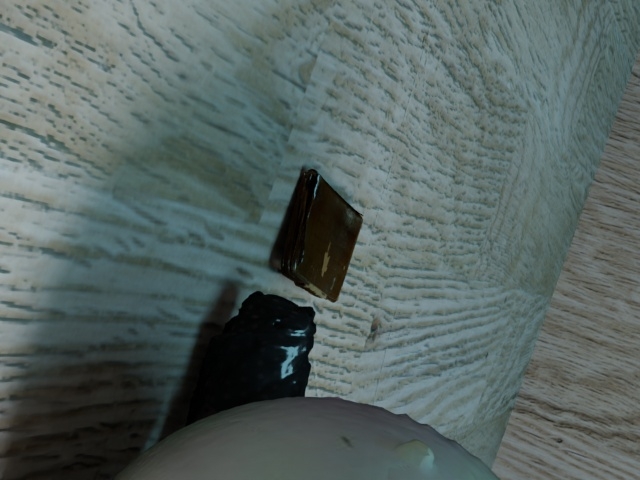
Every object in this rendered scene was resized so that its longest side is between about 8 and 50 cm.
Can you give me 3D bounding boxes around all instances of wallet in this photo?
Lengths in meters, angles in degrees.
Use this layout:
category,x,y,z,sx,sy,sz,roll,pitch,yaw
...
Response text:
category,x,y,z,sx,sy,sz,roll,pitch,yaw
wallet,0.000,0.000,1.339,0.176,0.026,0.095,37,67,-74

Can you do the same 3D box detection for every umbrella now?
category,x,y,z,sx,sy,sz,roll,pitch,yaw
umbrella,-0.084,0.196,1.172,0.090,0.094,0.326,28,81,-60

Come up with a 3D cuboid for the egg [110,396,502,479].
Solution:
category,x,y,z,sx,sy,sz,roll,pitch,yaw
egg,-0.008,0.258,0.925,0.340,0.355,0.354,89,24,-70
